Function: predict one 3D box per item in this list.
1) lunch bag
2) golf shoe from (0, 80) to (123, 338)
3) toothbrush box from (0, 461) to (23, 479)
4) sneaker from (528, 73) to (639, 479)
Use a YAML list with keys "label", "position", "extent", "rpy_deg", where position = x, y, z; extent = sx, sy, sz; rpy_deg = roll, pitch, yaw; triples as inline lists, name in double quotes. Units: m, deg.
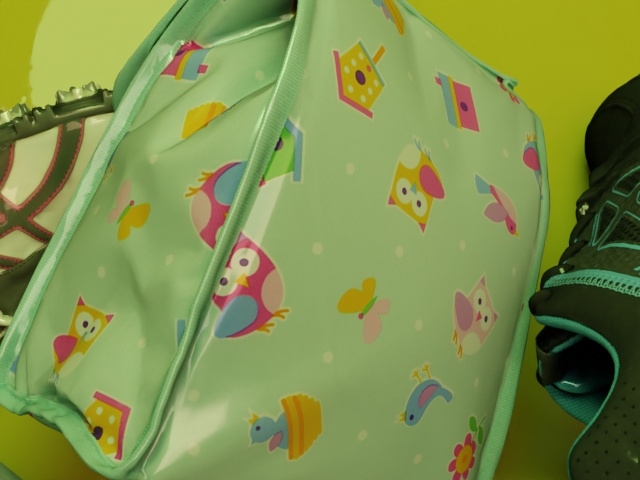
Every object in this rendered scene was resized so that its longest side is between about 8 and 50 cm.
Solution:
- label: "lunch bag"
  position: [0.000, 0.000, 0.486]
  extent: [0.223, 0.160, 0.262]
  rpy_deg: [27, 78, -39]
- label: "golf shoe"
  position: [-0.173, -0.013, 0.545]
  extent: [0.273, 0.105, 0.120]
  rpy_deg: [-21, 100, -6]
- label: "toothbrush box"
  position: [-0.136, 0.180, 0.381]
  extent: [0.126, 0.216, 0.295]
  rpy_deg: [-44, 124, -13]
- label: "sneaker"
  position: [0.163, 0.009, 0.486]
  extent: [0.140, 0.341, 0.125]
  rpy_deg: [-18, 114, 12]
